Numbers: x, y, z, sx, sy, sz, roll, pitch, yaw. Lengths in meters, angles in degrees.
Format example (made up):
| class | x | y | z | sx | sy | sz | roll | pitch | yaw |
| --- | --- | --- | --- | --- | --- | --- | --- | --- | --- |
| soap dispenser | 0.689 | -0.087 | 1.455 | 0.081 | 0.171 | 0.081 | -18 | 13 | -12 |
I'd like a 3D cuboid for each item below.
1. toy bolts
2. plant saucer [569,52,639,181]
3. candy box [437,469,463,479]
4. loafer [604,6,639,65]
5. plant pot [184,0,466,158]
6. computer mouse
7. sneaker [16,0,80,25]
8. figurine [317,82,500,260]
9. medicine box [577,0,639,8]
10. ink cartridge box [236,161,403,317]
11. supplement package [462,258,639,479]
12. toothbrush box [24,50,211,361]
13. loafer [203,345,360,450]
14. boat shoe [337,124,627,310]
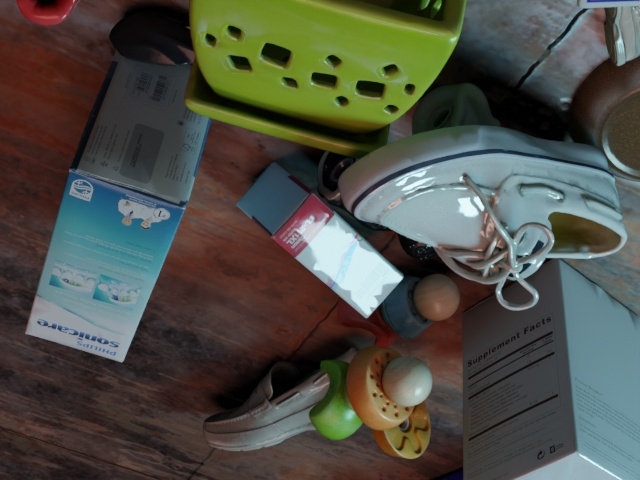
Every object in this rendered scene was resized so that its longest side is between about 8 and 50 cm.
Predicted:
| class | x | y | z | sx | sy | sz | roll | pitch | yaw |
| --- | --- | --- | --- | --- | --- | --- | --- | --- | --- |
| toy bolts | 0.118 | 0.155 | 1.328 | 0.158 | 0.229 | 0.218 | -21 | 136 | 40 |
| plant saucer | 0.373 | -0.127 | 1.128 | 0.198 | 0.036 | 0.199 | 5 | 137 | 4 |
| candy box | 0.321 | 0.467 | 1.602 | 0.317 | 0.268 | 0.122 | -31 | 129 | 34 |
| loafer | 0.303 | -0.229 | 1.029 | 0.039 | 0.045 | 0.125 | -19 | 140 | 3 |
| plant pot | -0.004 | -0.214 | 0.958 | 0.228 | 0.227 | 0.207 | 15 | 142 | -7 |
| computer mouse | -0.102 | -0.209 | 1.088 | 0.242 | 0.071 | 0.041 | 5 | 122 | 0 |
| sneaker | -0.220 | -0.310 | 0.954 | 0.107 | 0.118 | 0.279 | 17 | 137 | -11 |
| figurine | 0.141 | -0.063 | 1.204 | 0.214 | 0.092 | 0.209 | -25 | 136 | 30 |
| medicine box | 0.341 | -0.344 | 0.815 | 0.263 | 0.149 | 0.289 | 0 | 136 | 8 |
| ink cartridge box | 0.000 | 0.000 | 1.240 | 0.072 | 0.127 | 0.175 | -49 | 121 | -1 |
| supplement package | 0.298 | 0.206 | 1.305 | 0.177 | 0.293 | 0.175 | 33 | 131 | -25 |
| toothbrush box | -0.225 | -0.038 | 1.178 | 0.126 | 0.216 | 0.296 | 18 | 137 | -10 |
| loafer | -0.050 | 0.234 | 1.541 | 0.319 | 0.112 | 0.112 | -21 | 95 | 28 |
| boat shoe | 0.183 | -0.011 | 1.034 | 0.367 | 0.157 | 0.136 | 2 | 151 | -42 |
